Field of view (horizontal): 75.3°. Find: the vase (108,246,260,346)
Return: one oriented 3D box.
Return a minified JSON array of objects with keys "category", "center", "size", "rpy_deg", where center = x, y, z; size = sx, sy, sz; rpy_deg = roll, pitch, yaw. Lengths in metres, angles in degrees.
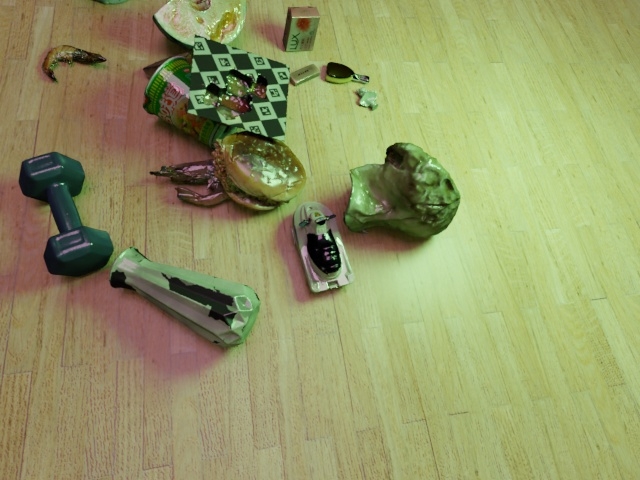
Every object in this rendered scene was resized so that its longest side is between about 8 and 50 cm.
[{"category":"vase","center":[-0.336,0.134,1.039],"size":[0.360,0.165,0.165],"rpy_deg":[23,64,5]}]

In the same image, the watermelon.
[{"category":"watermelon","center":[-0.410,-0.729,1.435],"size":[0.321,0.188,0.175],"rpy_deg":[-17,102,-22]}]

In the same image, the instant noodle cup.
[{"category":"instant noodle cup","center":[-0.378,-0.399,1.261],"size":[0.232,0.207,0.207],"rpy_deg":[38,65,-1]}]

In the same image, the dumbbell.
[{"category":"dumbbell","center":[-0.662,-0.068,1.078],"size":[0.144,0.160,0.325],"rpy_deg":[-8,63,-48]}]

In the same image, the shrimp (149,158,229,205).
[{"category":"shrimp","center":[-0.361,-0.165,1.223],"size":[0.254,0.059,0.145],"rpy_deg":[-11,78,-19]}]

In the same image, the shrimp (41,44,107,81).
[{"category":"shrimp","center":[-0.803,-0.566,1.339],"size":[0.195,0.035,0.148],"rpy_deg":[13,61,4]}]

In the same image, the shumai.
[{"category":"shumai","center":[0.213,-0.095,1.204],"size":[0.288,0.330,0.292],"rpy_deg":[-44,40,-5]}]

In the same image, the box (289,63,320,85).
[{"category":"box","center":[-0.057,-0.594,1.485],"size":[0.115,0.025,0.048],"rpy_deg":[-32,73,-21]}]

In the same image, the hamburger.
[{"category":"hamburger","center":[-0.180,-0.214,1.208],"size":[0.285,0.146,0.243],"rpy_deg":[20,52,-20]}]

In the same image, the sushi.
[{"category":"sushi","center":[-0.236,-0.431,1.207],"size":[0.293,0.059,0.292],"rpy_deg":[10,65,-24]}]

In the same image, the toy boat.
[{"category":"toy boat","center":[0.000,0.007,1.164],"size":[0.140,0.141,0.270],"rpy_deg":[-13,82,-15]}]

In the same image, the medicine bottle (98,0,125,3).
[{"category":"medicine bottle","center":[-0.760,-1.000,1.409],"size":[0.244,0.290,0.245],"rpy_deg":[3,67,-7]}]

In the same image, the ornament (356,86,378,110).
[{"category":"ornament","center":[0.168,-0.507,1.475],"size":[0.068,0.041,0.092],"rpy_deg":[-12,78,10]}]

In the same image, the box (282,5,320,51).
[{"category":"box","center":[-0.071,-0.757,1.487],"size":[0.111,0.156,0.060],"rpy_deg":[-10,66,-17]}]

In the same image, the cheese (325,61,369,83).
[{"category":"cheese","center":[0.100,-0.603,1.509],"size":[0.162,0.036,0.086],"rpy_deg":[9,62,-6]}]

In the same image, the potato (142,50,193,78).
[{"category":"potato","center":[-0.485,-0.562,1.382],"size":[0.171,0.089,0.101],"rpy_deg":[-5,40,22]}]
